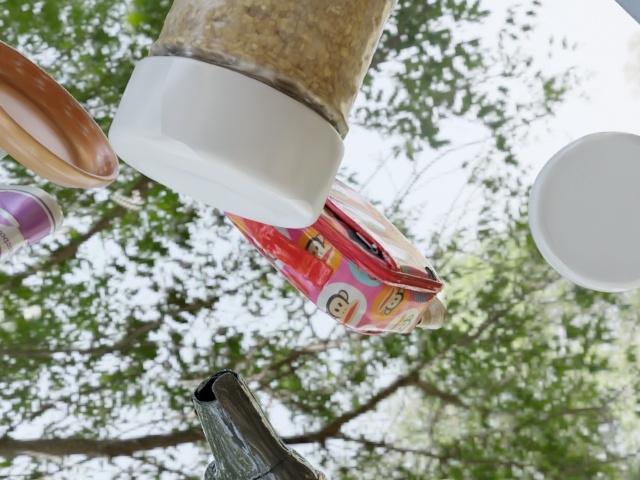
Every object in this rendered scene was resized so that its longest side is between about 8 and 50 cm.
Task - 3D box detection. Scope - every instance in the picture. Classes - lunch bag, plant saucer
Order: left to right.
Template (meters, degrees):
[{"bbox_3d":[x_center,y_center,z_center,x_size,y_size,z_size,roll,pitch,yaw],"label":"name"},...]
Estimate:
[{"bbox_3d":[-0.285,-0.122,0.893,0.200,0.037,0.200,46,-170,-10],"label":"plant saucer"},{"bbox_3d":[0.000,0.000,1.179,0.293,0.120,0.258,43,-164,29],"label":"lunch bag"}]

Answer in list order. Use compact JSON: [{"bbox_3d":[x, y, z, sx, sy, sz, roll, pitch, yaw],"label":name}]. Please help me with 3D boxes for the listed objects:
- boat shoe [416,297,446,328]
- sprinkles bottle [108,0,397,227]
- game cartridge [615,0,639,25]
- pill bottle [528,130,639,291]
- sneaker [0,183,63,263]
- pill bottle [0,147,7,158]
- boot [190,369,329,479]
[{"bbox_3d":[0.127,0.078,1.432,0.059,0.170,0.063,-2,-56,-45],"label":"boat shoe"},{"bbox_3d":[0.002,-0.189,0.509,0.121,0.121,0.355,36,-108,-58],"label":"sprinkles bottle"},{"bbox_3d":[0.150,-0.160,0.203,0.196,0.060,0.294,58,156,34],"label":"game cartridge"},{"bbox_3d":[0.232,-0.018,0.735,0.208,0.117,0.118,8,-106,-75],"label":"pill bottle"},{"bbox_3d":[-0.529,-0.015,1.341,0.161,0.282,0.102,-45,-60,-39],"label":"sneaker"},{"bbox_3d":[-0.438,-0.133,1.173,0.067,0.067,0.120,70,-153,-23],"label":"pill bottle"},{"bbox_3d":[-0.072,0.163,0.747,0.077,0.198,0.137,-40,-79,-31],"label":"boot"}]
